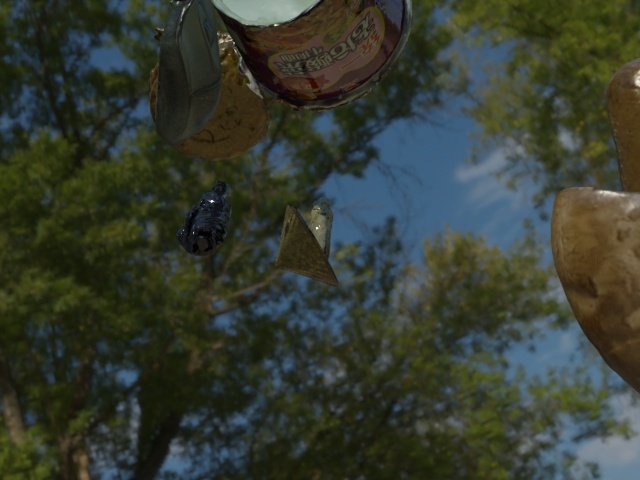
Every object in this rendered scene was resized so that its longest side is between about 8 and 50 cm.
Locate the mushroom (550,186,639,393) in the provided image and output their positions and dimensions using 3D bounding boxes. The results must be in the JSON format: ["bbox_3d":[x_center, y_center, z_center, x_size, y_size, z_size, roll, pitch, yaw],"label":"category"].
[{"bbox_3d":[0.303,0.069,0.854,0.285,0.151,0.156,24,-16,-8],"label":"mushroom"}]

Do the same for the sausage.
[{"bbox_3d":[0.453,-0.007,1.361,0.123,0.501,0.136,-12,-21,28],"label":"sausage"}]

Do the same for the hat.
[{"bbox_3d":[-0.037,0.023,1.553,0.067,0.146,0.146,-31,-30,-6],"label":"hat"}]

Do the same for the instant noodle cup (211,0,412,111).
[{"bbox_3d":[-0.035,-0.411,1.773,0.340,0.340,0.266,-28,-18,9],"label":"instant noodle cup"}]

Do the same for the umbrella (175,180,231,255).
[{"bbox_3d":[-0.161,-0.046,1.592,0.071,0.248,0.071,2,-67,5],"label":"umbrella"}]

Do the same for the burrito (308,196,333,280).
[{"bbox_3d":[-0.002,0.000,2.007,0.045,0.188,0.058,-3,-40,7],"label":"burrito"}]

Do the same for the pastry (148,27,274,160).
[{"bbox_3d":[-0.205,-0.269,2.004,0.240,0.132,0.235,5,-49,-9],"label":"pastry"}]

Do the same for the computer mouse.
[{"bbox_3d":[-0.148,-0.202,1.250,0.068,0.113,0.229,13,-41,-1],"label":"computer mouse"}]
